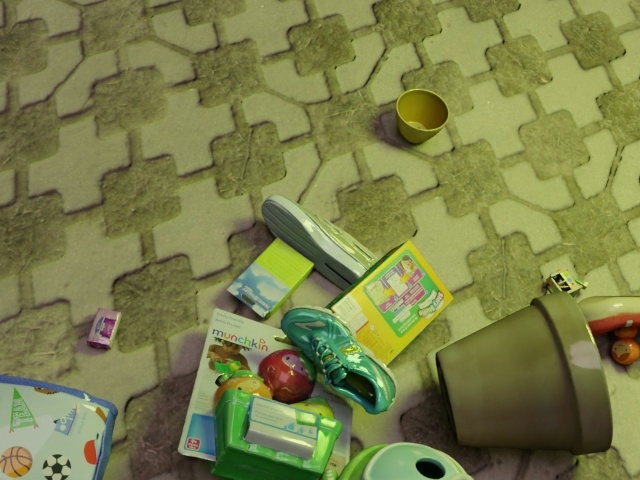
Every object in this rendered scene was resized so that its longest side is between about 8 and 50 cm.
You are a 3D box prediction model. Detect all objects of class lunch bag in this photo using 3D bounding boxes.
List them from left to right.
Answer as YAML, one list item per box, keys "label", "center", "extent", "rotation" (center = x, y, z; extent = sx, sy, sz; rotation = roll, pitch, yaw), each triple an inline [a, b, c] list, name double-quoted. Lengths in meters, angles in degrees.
- label: "lunch bag"
  center: [-0.569, 0.412, 1.444]
  extent: [0.386, 0.239, 0.327]
  rotation: [5, 55, 2]

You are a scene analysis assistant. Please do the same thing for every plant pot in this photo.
- label: "plant pot"
  center: [0.245, -0.299, 2.106]
  extent: [0.134, 0.095, 0.134]
  rotation: [5, 58, -7]
- label: "plant pot"
  center: [0.386, 0.287, 1.667]
  extent: [0.280, 0.323, 0.323]
  rotation: [-13, 60, 1]

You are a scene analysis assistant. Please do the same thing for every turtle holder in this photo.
- label: "turtle holder"
  center: [0.132, 0.472, 1.445]
  extent: [0.320, 0.227, 0.243]
  rotation: [14, 68, -44]

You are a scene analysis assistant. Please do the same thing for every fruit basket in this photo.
- label: "fruit basket"
  center: [-0.081, 0.301, 1.629]
  extent: [0.327, 0.165, 0.353]
  rotation: [20, 47, -10]

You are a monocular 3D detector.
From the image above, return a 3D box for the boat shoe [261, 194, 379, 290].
- label: "boat shoe"
  center: [0.000, 0.000, 1.887]
  extent: [0.302, 0.109, 0.094]
  rotation: [42, 48, 4]

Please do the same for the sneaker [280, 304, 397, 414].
- label: "sneaker"
  center: [0.035, 0.227, 1.622]
  extent: [0.275, 0.107, 0.110]
  rotation: [39, 23, 7]

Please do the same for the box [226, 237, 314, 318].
- label: "box"
  center: [-0.110, 0.087, 1.836]
  extent: [0.109, 0.042, 0.178]
  rotation: [35, 59, 14]

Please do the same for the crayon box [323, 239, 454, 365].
- label: "crayon box"
  center: [0.138, 0.142, 1.771]
  extent: [0.278, 0.081, 0.165]
  rotation: [-38, 92, -35]

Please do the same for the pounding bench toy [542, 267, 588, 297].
- label: "pounding bench toy"
  center: [0.568, 0.097, 1.938]
  extent: [0.083, 0.052, 0.065]
  rotation: [-21, 64, -21]

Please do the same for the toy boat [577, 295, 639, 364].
- label: "toy boat"
  center: [0.672, 0.199, 1.860]
  extent: [0.231, 0.151, 0.151]
  rotation: [0, 87, -9]

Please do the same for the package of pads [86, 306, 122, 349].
- label: "package of pads"
  center: [-0.443, 0.181, 1.727]
  extent: [0.050, 0.032, 0.083]
  rotation: [12, 57, -1]
